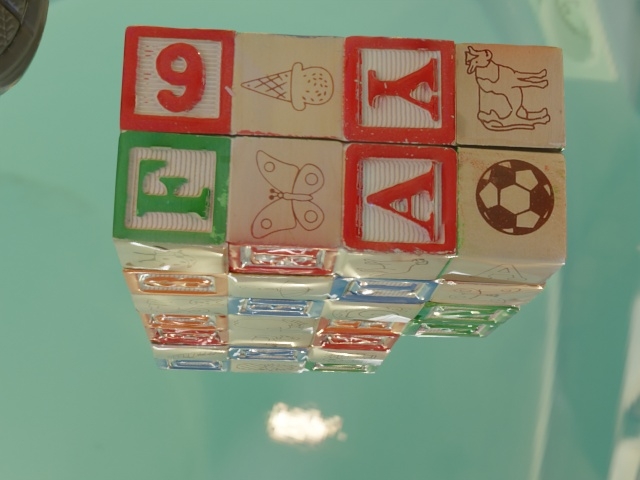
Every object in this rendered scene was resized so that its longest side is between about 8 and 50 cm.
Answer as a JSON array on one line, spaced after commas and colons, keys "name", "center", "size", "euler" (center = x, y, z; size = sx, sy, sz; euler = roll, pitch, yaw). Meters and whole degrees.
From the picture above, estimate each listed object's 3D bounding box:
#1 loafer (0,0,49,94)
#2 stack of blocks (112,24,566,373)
[{"name": "loafer", "center": [-0.143, -0.176, 0.521], "size": [0.096, 0.084, 0.268], "euler": [7, 77, -15]}, {"name": "stack of blocks", "center": [0.000, 0.000, 0.632], "size": [0.297, 0.171, 0.087], "euler": [106, -14, -75]}]
